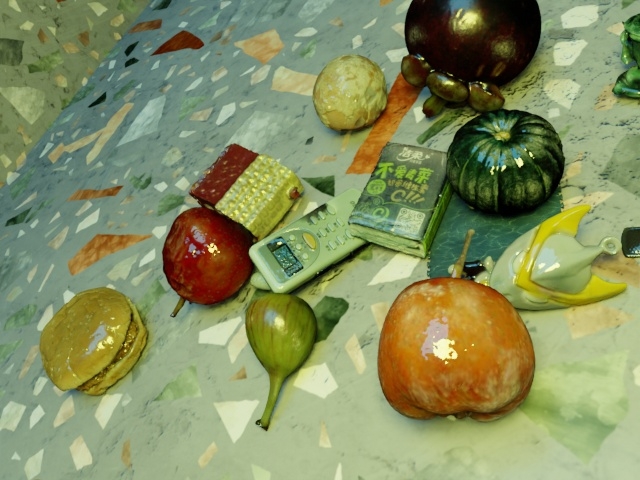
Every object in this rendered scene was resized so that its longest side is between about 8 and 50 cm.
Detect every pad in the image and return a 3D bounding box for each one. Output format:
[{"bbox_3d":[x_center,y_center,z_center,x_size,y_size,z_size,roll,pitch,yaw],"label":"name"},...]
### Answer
[{"bbox_3d":[0.338,-0.017,1.053,0.270,0.012,0.269,-12,50,26],"label":"pad"}]

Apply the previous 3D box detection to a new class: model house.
[{"bbox_3d":[-0.176,-0.112,1.366,0.254,0.160,0.196,23,69,42],"label":"model house"}]

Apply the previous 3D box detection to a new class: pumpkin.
[{"bbox_3d":[0.351,-0.151,1.030,0.220,0.162,0.220,-10,54,13],"label":"pumpkin"}]

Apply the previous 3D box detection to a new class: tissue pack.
[{"bbox_3d":[0.179,-0.093,1.136,0.173,0.073,0.235,16,62,22],"label":"tissue pack"}]

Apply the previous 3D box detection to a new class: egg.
[{"bbox_3d":[0.079,-0.381,1.394,0.195,0.195,0.233,-9,29,28],"label":"egg"}]

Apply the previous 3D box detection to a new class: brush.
[{"bbox_3d":[0.595,-0.003,0.868,0.193,0.016,0.063,-3,55,32],"label":"brush"}]

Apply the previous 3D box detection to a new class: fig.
[{"bbox_3d":[-0.094,0.227,1.049,0.151,0.151,0.259,-5,57,30],"label":"fig"}]

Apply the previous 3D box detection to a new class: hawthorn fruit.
[{"bbox_3d":[0.189,0.163,0.827,0.263,0.235,0.231,54,126,21],"label":"hawthorn fruit"},{"bbox_3d":[-0.273,0.064,1.262,0.230,0.210,0.266,18,84,47],"label":"hawthorn fruit"}]

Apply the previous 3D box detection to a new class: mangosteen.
[{"bbox_3d":[0.329,-0.444,1.232,0.307,0.307,0.347,27,102,44],"label":"mangosteen"}]

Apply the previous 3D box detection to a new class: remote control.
[{"bbox_3d":[0.000,0.000,1.173,0.296,0.056,0.140,-31,66,-11],"label":"remote control"}]

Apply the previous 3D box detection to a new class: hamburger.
[{"bbox_3d":[-0.577,0.242,1.355,0.283,0.144,0.259,25,74,49],"label":"hamburger"}]

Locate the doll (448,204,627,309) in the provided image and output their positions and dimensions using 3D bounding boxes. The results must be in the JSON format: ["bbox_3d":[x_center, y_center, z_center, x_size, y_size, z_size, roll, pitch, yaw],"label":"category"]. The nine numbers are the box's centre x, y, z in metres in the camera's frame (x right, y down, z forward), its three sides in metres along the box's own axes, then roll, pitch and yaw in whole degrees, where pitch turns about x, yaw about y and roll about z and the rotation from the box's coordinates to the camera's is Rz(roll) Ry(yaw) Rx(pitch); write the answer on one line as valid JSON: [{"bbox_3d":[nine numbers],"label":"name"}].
[{"bbox_3d":[0.341,0.058,0.915,0.316,0.103,0.145,-25,61,25],"label":"doll"}]

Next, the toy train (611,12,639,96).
[{"bbox_3d":[0.692,-0.333,0.983,0.238,0.167,0.299,-18,48,6],"label":"toy train"}]

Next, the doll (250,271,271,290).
[{"bbox_3d":[-0.070,0.039,1.231,0.214,0.071,0.103,-41,44,-8],"label":"doll"}]
